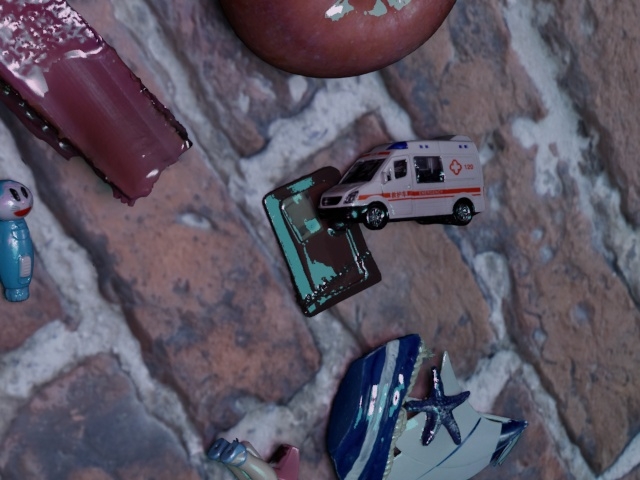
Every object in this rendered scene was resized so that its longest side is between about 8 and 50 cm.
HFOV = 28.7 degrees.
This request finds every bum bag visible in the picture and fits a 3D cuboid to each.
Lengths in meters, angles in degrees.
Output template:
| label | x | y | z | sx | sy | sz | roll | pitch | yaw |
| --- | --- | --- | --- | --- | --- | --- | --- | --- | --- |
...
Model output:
| label | x | y | z | sx | sy | sz | roll | pitch | yaw |
| --- | --- | --- | --- | --- | --- | --- | --- | --- | --- |
| bum bag | 0.000 | 0.000 | 1.479 | 0.109 | 0.026 | 0.159 | -25 | 101 | -20 |

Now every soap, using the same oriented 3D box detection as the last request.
| label | x | y | z | sx | sy | sz | roll | pitch | yaw |
| --- | --- | --- | --- | --- | --- | --- | --- | --- | --- |
| soap | -0.269 | -0.178 | 1.234 | 0.112 | 0.182 | 0.289 | -49 | 138 | -11 |

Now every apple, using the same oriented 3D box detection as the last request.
| label | x | y | z | sx | sy | sz | roll | pitch | yaw |
| --- | --- | --- | --- | --- | --- | --- | --- | --- | --- |
| apple | 0.015 | -0.319 | 1.324 | 0.305 | 0.235 | 0.306 | -3 | 98 | -21 |

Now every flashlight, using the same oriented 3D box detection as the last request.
| label | x | y | z | sx | sy | sz | roll | pitch | yaw |
| --- | --- | --- | --- | --- | --- | --- | --- | --- | --- |
| flashlight | -0.325 | 0.000 | 1.317 | 0.051 | 0.051 | 0.129 | -8 | 107 | -24 |

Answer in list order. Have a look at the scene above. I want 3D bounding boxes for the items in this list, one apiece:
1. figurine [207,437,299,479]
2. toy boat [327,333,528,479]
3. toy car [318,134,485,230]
| label | x | y | z | sx | sy | sz | roll | pitch | yaw |
| --- | --- | --- | --- | --- | --- | --- | --- | --- | --- |
| figurine | -0.011 | 0.309 | 1.444 | 0.260 | 0.205 | 0.103 | 45 | 54 | -20 |
| toy boat | 0.137 | 0.213 | 1.549 | 0.291 | 0.070 | 0.210 | -10 | 106 | -27 |
| toy car | 0.093 | -0.067 | 1.465 | 0.209 | 0.089 | 0.108 | -5 | 94 | -32 |
